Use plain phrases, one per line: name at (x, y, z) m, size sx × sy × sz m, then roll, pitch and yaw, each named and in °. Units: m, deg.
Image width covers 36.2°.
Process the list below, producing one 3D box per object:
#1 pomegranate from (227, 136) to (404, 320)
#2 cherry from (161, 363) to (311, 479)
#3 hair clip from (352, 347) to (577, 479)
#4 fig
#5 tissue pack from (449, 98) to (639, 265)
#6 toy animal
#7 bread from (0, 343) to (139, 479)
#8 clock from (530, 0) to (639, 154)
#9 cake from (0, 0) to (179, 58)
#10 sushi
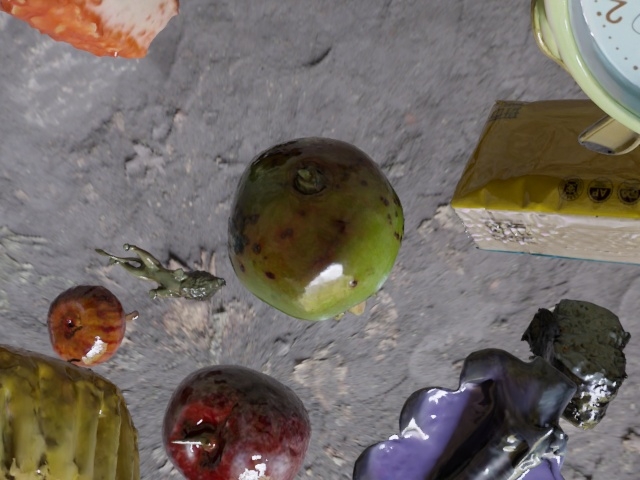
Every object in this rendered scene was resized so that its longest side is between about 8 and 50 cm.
pomegranate at (0.000, 0.000, 0.862) m, size 0.159 × 0.205 × 0.159 m, roll -9°, pitch 53°, yaw 12°
cherry at (-0.124, 0.302, 1.557) m, size 0.230 × 0.300 × 0.203 m, roll 25°, pitch 106°, yaw 24°
hair clip at (0.078, 0.153, 0.557) m, size 0.124 × 0.052 × 0.195 m, roll 39°, pitch 101°, yaw 5°
fig at (-0.355, 0.120, 1.514) m, size 0.128 × 0.128 × 0.150 m, roll 22°, pitch 37°, yaw -1°
tissue pack at (0.321, -0.081, 1.231) m, size 0.271 × 0.134 × 0.192 m, roll 5°, pitch 60°, yaw 39°
toy animal at (-0.265, 0.056, 1.596) m, size 0.219 × 0.086 × 0.069 m, roll 23°, pitch 100°, yaw -9°
bread at (-0.230, 0.171, 0.635) m, size 0.240 × 0.240 × 0.139 m, roll -19°, pitch 43°, yaw -8°
clock at (0.174, -0.105, 0.412) m, size 0.170 × 0.232 × 0.069 m, roll 18°, pitch 48°, yaw 13°
cake at (-0.273, -0.382, 1.004) m, size 0.269 × 0.270 × 0.319 m, roll 27°, pitch 92°, yaw 24°
sushi at (0.376, 0.180, 1.461) m, size 0.147 × 0.212 × 0.115 m, roll 19°, pitch 121°, yaw 2°
